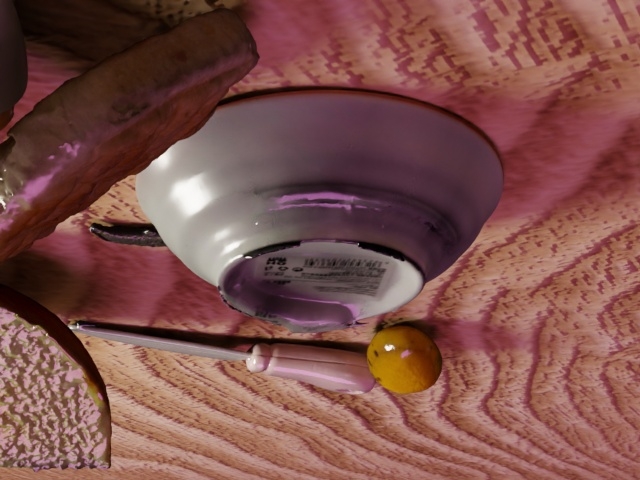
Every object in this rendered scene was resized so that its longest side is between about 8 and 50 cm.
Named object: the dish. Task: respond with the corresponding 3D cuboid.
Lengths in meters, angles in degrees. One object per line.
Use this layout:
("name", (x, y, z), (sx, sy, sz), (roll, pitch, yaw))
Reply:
("dish", (0.000, 0.000, 0.826), (0.260, 0.085, 0.260), (-1, 155, 0))

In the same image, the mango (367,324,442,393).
("mango", (0.087, 0.121, 1.224), (0.078, 0.057, 0.114), (9, 155, 6))

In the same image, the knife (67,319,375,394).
("knife", (-0.103, 0.117, 1.276), (0.335, 0.043, 0.081), (12, 165, -10))

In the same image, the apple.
("apple", (-0.348, 0.114, 1.058), (0.346, 0.179, 0.254), (7, 171, -20))

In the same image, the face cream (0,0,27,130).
("face cream", (-0.193, -0.110, 0.620), (0.072, 0.051, 0.182), (0, 161, -8))

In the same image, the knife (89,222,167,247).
("knife", (-0.072, -0.007, 0.936), (0.222, 0.021, 0.045), (-3, 155, 14))

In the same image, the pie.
("pie", (-0.119, -0.050, 0.631), (0.195, 0.046, 0.195), (-37, -179, 1))
